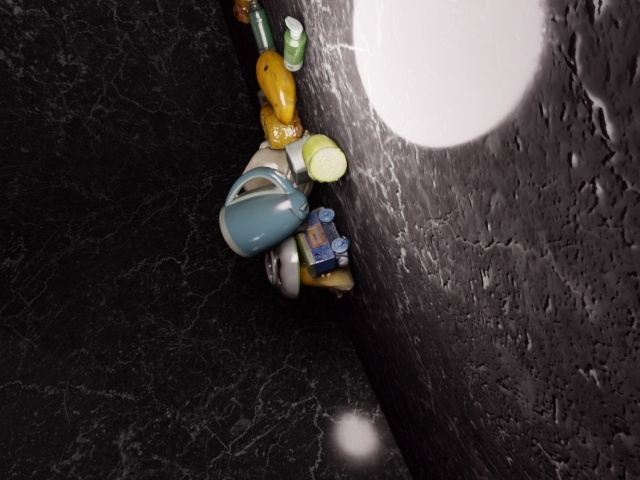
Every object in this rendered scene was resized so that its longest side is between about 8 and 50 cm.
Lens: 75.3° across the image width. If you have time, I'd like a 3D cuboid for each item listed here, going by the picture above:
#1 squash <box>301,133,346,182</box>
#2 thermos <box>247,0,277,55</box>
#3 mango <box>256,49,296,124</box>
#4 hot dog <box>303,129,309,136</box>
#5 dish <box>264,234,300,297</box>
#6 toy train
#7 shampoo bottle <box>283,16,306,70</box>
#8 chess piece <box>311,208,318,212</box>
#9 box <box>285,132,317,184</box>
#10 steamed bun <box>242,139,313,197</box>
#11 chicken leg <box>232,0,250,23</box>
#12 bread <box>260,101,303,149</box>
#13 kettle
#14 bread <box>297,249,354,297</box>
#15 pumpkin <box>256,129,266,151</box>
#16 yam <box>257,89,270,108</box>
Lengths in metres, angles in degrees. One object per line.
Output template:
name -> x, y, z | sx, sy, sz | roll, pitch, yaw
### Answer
squash -> 0.001, -0.261, 1.274 | 0.187, 0.123, 0.123 | -114, 6, -57
thermos -> -0.222, -0.813, 1.581 | 0.073, 0.083, 0.188 | 28, 143, 46
mango -> -0.151, -0.571, 1.531 | 0.177, 0.120, 0.295 | 103, 145, -66
hot dog -> -0.058, -0.422, 1.668 | 0.083, 0.021, 0.037 | -146, 34, -82
dish -> -0.186, 0.111, 1.888 | 0.324, 0.124, 0.324 | 174, 90, -76
toy train -> 0.000, 0.000, 1.760 | 0.131, 0.202, 0.300 | 82, 167, -57
shampoo bottle -> -0.074, -0.550, 1.167 | 0.204, 0.065, 0.065 | 168, 80, -84
chess piece -> -0.006, -0.076, 2.053 | 0.139, 0.124, 0.307 | 36, 179, -3
box -> -0.054, -0.298, 1.546 | 0.210, 0.129, 0.148 | 109, 140, -82
steamed bun -> -0.162, -0.277, 1.879 | 0.367, 0.255, 0.342 | 42, -117, -59
chicken leg -> -0.331, -1.039, 1.718 | 0.107, 0.087, 0.251 | 38, 148, 42
bread -> -0.168, -0.507, 1.739 | 0.147, 0.160, 0.261 | 85, 170, -49
kettle -> -0.221, -0.130, 1.664 | 0.319, 0.342, 0.247 | 56, -152, -21
bread -> 0.033, 0.131, 2.034 | 0.424, 0.329, 0.245 | 180, 110, -84
pumpkin -> -0.228, -0.462, 2.210 | 0.300, 0.207, 0.300 | 173, 90, -81
yam -> -0.328, -0.821, 2.477 | 0.070, 0.069, 0.146 | -120, 9, -54
